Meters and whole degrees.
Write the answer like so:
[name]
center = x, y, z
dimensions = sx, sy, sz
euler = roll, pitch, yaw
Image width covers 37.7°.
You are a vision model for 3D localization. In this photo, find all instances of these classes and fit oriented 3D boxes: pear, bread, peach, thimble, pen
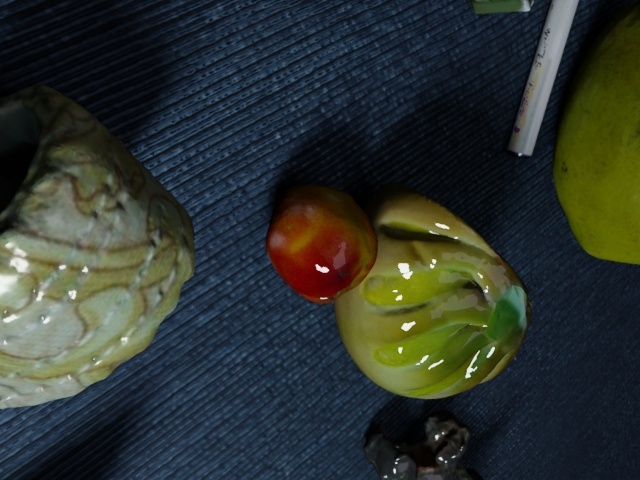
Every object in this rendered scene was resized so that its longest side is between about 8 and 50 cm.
[pear]
center = 0.395, -0.120, 1.078
dimensions = 0.253, 0.253, 0.307
euler = -3, 99, -47
[bread]
center = 0.104, 0.078, 0.923
dimensions = 0.156, 0.158, 0.260
euler = -53, 136, -10
[peach]
center = -0.001, -0.001, 0.817
dimensions = 0.101, 0.101, 0.100
euler = -24, 125, -39
[thimble]
center = -0.184, 0.013, 0.590
dimensions = 0.190, 0.137, 0.143
euler = -45, 140, -2
[pen]
center = 0.256, -0.221, 1.033
dimensions = 0.033, 0.033, 0.269
euler = 1, 108, -48

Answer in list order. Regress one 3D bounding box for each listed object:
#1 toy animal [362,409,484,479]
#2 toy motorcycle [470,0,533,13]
[toy animal]
center = 0.149, 0.327, 1.136
dimensions = 0.168, 0.106, 0.343
euler = -31, 124, -25
[toy motorcycle]
center = 0.152, -0.293, 0.821
dimensions = 0.275, 0.127, 0.205
euler = -59, 141, -18
